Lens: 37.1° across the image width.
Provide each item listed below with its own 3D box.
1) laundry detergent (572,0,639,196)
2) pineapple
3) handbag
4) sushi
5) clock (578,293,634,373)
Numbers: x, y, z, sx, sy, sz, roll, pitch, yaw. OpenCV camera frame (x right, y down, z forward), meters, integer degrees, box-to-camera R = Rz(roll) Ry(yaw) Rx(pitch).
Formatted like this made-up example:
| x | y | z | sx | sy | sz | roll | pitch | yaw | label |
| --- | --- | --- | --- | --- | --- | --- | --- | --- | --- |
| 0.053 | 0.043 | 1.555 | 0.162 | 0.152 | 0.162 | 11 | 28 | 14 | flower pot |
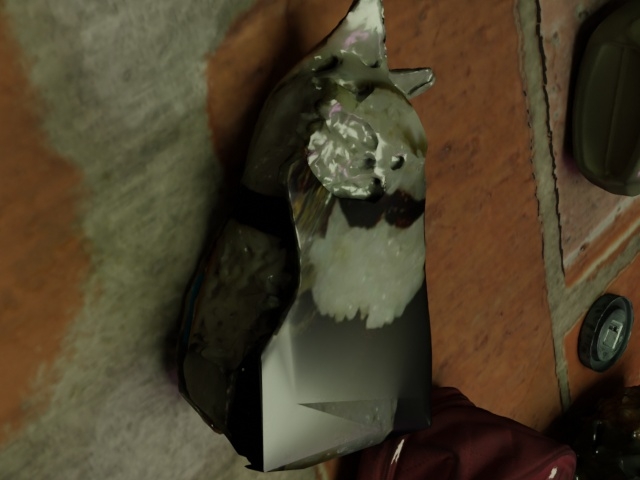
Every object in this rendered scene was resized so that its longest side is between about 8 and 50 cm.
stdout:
| x | y | z | sx | sy | sz | roll | pitch | yaw | label |
| --- | --- | --- | --- | --- | --- | --- | --- | --- | --- |
| 0.335 | -0.140 | 0.879 | 0.253 | 0.091 | 0.181 | -19 | 120 | -41 | laundry detergent |
| 0.285 | 0.226 | 0.930 | 0.310 | 0.170 | 0.141 | -10 | 85 | -39 | pineapple |
| 0.102 | 0.235 | 0.757 | 0.146 | 0.135 | 0.225 | -19 | 123 | -41 | handbag |
| -0.013 | -0.011 | 0.575 | 0.134 | 0.109 | 0.272 | 1 | 90 | -42 | sushi |
| 0.295 | 0.095 | 0.985 | 0.085 | 0.017 | 0.085 | -19 | 118 | -40 | clock |
